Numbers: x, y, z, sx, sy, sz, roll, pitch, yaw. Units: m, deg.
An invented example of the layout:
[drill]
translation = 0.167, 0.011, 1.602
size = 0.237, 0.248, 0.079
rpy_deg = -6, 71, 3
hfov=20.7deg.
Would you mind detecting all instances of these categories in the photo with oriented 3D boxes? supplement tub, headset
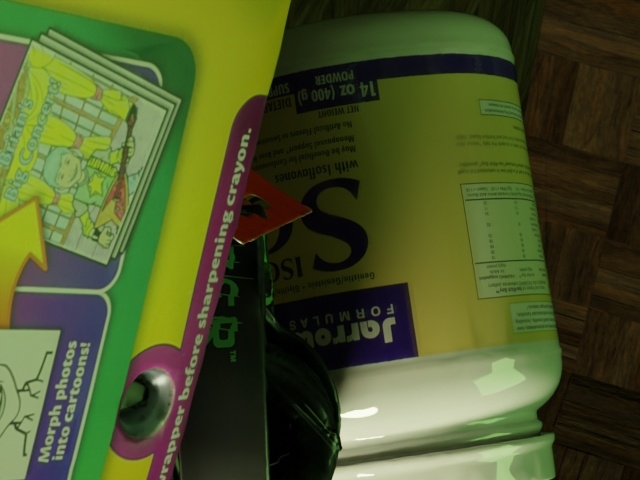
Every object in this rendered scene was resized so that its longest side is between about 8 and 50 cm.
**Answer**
[supplement tub]
translation = 0.044, 0.020, 1.267
size = 0.241, 0.241, 0.331
rpy_deg = 23, 58, -78
[headset]
translation = -0.021, 0.159, 1.052
size = 0.243, 0.185, 0.394
rpy_deg = -93, -178, -49

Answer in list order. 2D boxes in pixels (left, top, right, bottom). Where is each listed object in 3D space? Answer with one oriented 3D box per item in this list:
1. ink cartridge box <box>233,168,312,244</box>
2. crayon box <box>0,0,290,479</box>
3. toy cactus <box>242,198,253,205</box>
[ink cartridge box]
translation = -0.082, -0.076, 0.961
size = 0.045, 0.179, 0.145
rpy_deg = -55, 173, 15
[crayon box]
translation = -0.179, 0.042, 0.605
size = 0.313, 0.106, 0.363
rpy_deg = 5, 102, -54
[toy cactus]
translation = -0.130, 0.030, 1.112
size = 0.180, 0.112, 0.219
rpy_deg = -50, 164, -40
